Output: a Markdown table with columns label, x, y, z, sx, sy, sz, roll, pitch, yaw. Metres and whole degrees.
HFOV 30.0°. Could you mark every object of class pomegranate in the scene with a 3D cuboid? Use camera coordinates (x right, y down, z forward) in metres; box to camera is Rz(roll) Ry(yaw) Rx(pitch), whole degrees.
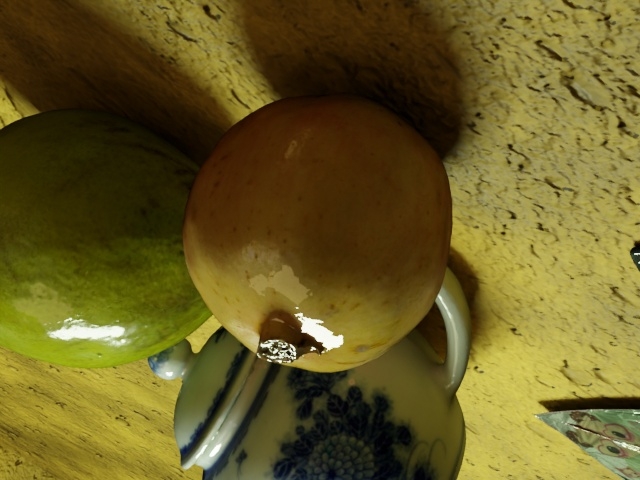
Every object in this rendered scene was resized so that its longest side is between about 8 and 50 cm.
| label | x | y | z | sx | sy | sz | roll | pitch | yaw |
| --- | --- | --- | --- | --- | --- | --- | --- | --- | --- |
| pomegranate | 0.003 | -0.003 | 0.808 | 0.191 | 0.191 | 0.191 | 22 | 154 | 12 |

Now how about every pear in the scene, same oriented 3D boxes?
| label | x | y | z | sx | sy | sz | roll | pitch | yaw |
| --- | --- | --- | --- | --- | --- | --- | --- | --- | --- |
| pear | -0.192 | -0.001 | 0.976 | 0.269 | 0.212 | 0.212 | 3 | 149 | 12 |

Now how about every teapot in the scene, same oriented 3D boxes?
| label | x | y | z | sx | sy | sz | roll | pitch | yaw |
| --- | --- | --- | --- | --- | --- | --- | --- | --- | --- |
| teapot | -0.024 | 0.156 | 1.046 | 0.280 | 0.252 | 0.424 | 29 | 122 | -9 |

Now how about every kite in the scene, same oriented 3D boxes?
| label | x | y | z | sx | sy | sz | roll | pitch | yaw |
| --- | --- | --- | --- | --- | --- | --- | --- | --- | --- |
| kite | 0.310 | 0.195 | 1.070 | 0.250 | 0.012 | 0.229 | 18 | 156 | 20 |

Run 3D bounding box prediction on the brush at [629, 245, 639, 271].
| label | x | y | z | sx | sy | sz | roll | pitch | yaw |
| --- | --- | --- | --- | --- | --- | --- | --- | --- | --- |
| brush | 0.287 | 0.021 | 0.762 | 0.063 | 0.016 | 0.193 | 42 | 152 | -29 |
